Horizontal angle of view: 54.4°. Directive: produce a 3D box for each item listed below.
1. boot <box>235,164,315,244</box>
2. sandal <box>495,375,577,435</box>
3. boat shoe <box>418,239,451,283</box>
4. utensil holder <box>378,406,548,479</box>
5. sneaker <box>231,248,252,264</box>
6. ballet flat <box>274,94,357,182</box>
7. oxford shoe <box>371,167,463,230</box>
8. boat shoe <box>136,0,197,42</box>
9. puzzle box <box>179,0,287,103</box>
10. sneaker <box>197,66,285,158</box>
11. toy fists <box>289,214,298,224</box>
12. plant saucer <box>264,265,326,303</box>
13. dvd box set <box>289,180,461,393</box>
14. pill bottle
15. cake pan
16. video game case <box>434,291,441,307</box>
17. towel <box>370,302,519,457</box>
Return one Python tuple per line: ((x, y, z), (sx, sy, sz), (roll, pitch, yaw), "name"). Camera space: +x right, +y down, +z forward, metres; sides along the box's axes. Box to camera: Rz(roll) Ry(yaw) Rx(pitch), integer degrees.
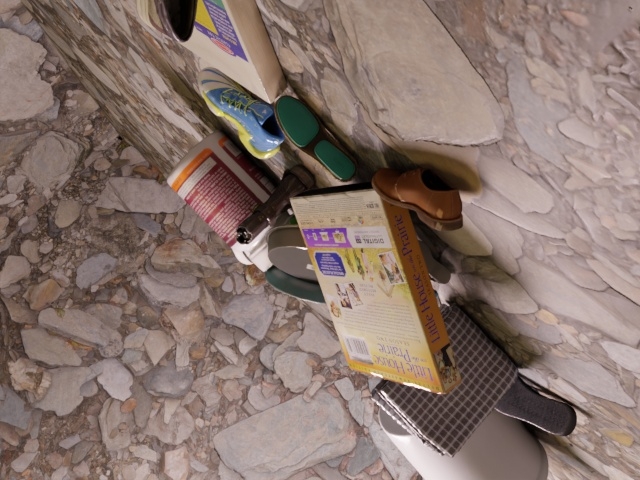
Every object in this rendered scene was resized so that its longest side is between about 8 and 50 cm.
((-0.128, -0.079, 1.559), (0.091, 0.229, 0.263), (45, 168, -1), "boot")
((0.479, 0.377, 1.442), (0.055, 0.097, 0.254), (20, -175, -35), "sandal")
((0.216, 0.043, 1.281), (0.125, 0.046, 0.038), (39, 165, -16), "boat shoe")
((0.395, 0.547, 1.737), (0.385, 0.327, 0.328), (51, 167, -18), "utensil holder")
((-0.218, -0.101, 2.039), (0.258, 0.169, 0.447), (7, 132, 41), "sneaker")
((-0.012, -0.190, 1.194), (0.206, 0.073, 0.067), (49, -178, -5), "ballet flat")
((0.157, -0.089, 1.011), (0.212, 0.076, 0.076), (35, 135, 51), "oxford shoe")
((-0.212, -0.415, 0.901), (0.092, 0.103, 0.285), (39, 145, 12), "boat shoe")
((-0.243, -0.440, 1.146), (0.409, 0.052, 0.272), (38, 166, 28), "puzzle box")
((-0.158, -0.291, 1.345), (0.240, 0.091, 0.126), (48, 149, -14), "sneaker")
((0.000, 0.000, 1.731), (0.142, 0.096, 0.279), (22, 160, 24), "toy fists")
((-0.003, 0.107, 1.828), (0.318, 0.043, 0.317), (9, -164, -2), "plant saucer")
((0.104, 0.090, 1.263), (0.308, 0.062, 0.420), (-1, 112, 57), "dvd box set")
((-0.238, -0.111, 1.835), (0.392, 0.224, 0.224), (46, 168, -6), "pill bottle")
((-0.006, 0.046, 1.597), (0.293, 0.054, 0.293), (12, 159, 5), "cake pan")
((0.255, 0.144, 1.557), (0.119, 0.015, 0.166), (37, 166, 35), "video game case")
((0.282, 0.317, 1.406), (0.235, 0.283, 0.121), (45, 167, -8), "towel")
